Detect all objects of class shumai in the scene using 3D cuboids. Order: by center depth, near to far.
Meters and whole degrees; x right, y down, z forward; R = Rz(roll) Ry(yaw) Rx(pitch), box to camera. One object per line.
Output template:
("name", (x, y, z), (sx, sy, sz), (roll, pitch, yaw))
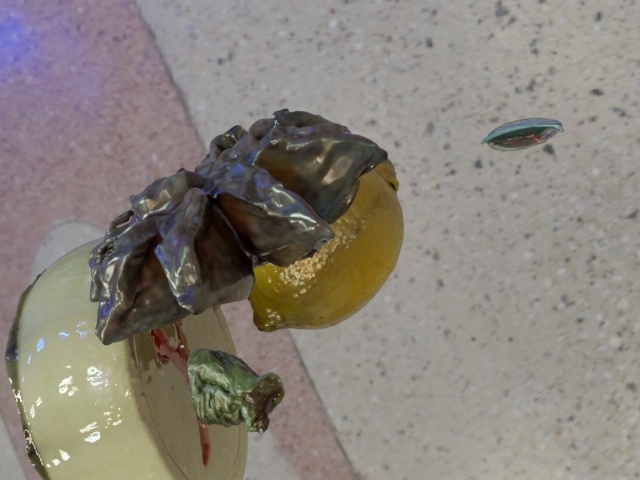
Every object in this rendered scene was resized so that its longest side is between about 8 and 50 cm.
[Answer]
("shumai", (-0.071, 0.130, 1.034), (0.080, 0.082, 0.083), (-14, 112, 17))

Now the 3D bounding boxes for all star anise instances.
("star anise", (-0.093, -0.025, 1.072), (0.331, 0.332, 0.118), (-18, 116, 42))

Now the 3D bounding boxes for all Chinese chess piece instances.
("Chinese chess piece", (-0.201, 0.159, 1.280), (0.140, 0.338, 0.338), (-17, 92, 16))

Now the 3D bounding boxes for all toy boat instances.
("toy boat", (0.229, -0.123, 1.269), (0.096, 0.122, 0.034), (-12, 88, -1))

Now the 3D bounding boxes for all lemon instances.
("lemon", (0.000, 0.000, 1.341), (0.188, 0.257, 0.188), (35, 162, 13))
